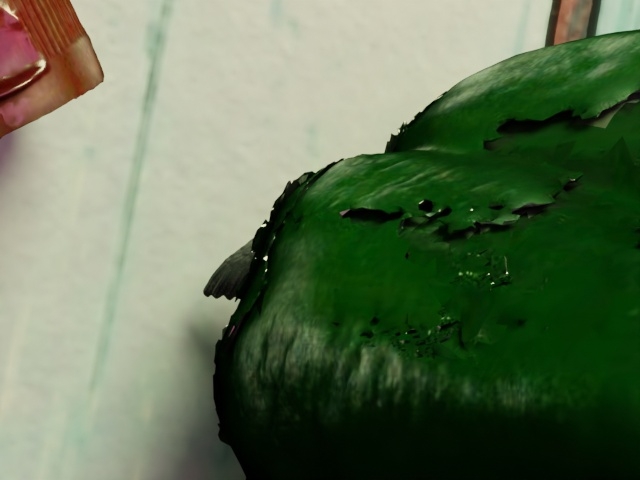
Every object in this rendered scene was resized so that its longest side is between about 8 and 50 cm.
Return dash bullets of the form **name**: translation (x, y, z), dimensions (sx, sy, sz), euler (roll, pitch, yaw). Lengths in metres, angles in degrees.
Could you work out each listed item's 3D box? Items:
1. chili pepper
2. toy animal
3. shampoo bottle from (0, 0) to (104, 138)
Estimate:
- **chili pepper**: translation (0.111, 0.074, 0.578), dimensions (0.233, 0.256, 0.248), euler (-34, 116, -37)
- **toy animal**: translation (-0.001, 0.000, 0.650), dimensions (0.084, 0.028, 0.050), euler (0, 97, -37)
- **shampoo bottle**: translation (-0.161, -0.172, 0.540), dimensions (0.118, 0.076, 0.314), euler (-31, 104, -26)
